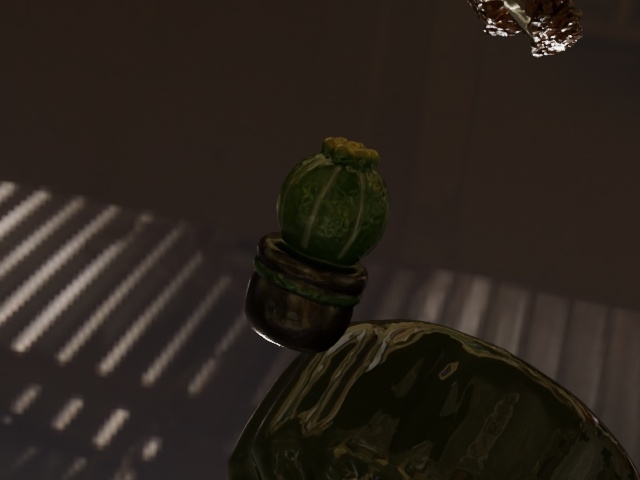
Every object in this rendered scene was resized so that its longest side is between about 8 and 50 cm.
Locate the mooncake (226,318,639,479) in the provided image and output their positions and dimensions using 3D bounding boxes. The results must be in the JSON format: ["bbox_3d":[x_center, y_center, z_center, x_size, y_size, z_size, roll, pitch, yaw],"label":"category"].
[{"bbox_3d":[0.087,0.230,1.497,0.351,0.351,0.187,18,-127,29],"label":"mooncake"}]

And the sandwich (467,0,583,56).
[{"bbox_3d":[0.109,-0.192,1.179,0.079,0.159,0.235,-22,175,9],"label":"sandwich"}]

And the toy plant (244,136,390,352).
[{"bbox_3d":[0.000,0.000,1.390,0.093,0.162,0.093,17,-166,-4],"label":"toy plant"}]
